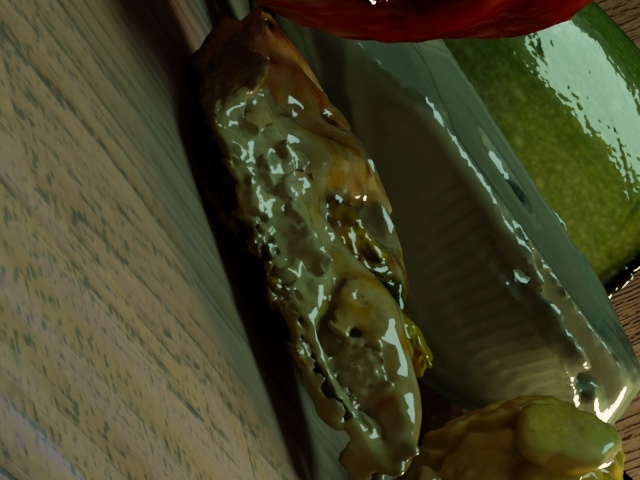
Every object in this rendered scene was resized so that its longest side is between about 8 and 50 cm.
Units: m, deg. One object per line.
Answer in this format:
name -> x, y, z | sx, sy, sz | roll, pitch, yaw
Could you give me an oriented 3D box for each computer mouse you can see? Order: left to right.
computer mouse -> 0.060, -0.023, 1.268 | 0.429, 0.145, 0.228 | 55, 17, -17

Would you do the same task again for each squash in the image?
squash -> 0.104, -0.112, 1.516 | 0.309, 0.310, 0.310 | 52, 11, -19

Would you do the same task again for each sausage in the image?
sausage -> 0.108, 0.131, 1.465 | 0.194, 0.077, 0.077 | 44, 25, -73

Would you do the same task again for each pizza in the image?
pizza -> -0.001, 0.000, 0.916 | 0.297, 0.071, 0.189 | -100, 168, -61

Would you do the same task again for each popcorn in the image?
popcorn -> 0.095, 0.152, 0.976 | 0.194, 0.140, 0.163 | -72, 150, -66

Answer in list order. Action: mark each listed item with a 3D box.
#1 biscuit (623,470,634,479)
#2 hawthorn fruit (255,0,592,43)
biscuit -> 0.252, 0.356, 1.490 | 0.407, 0.091, 0.407 | 165, -90, -84
hawthorn fruit -> 0.030, -0.301, 0.912 | 0.403, 0.403, 0.403 | -21, 90, -85
